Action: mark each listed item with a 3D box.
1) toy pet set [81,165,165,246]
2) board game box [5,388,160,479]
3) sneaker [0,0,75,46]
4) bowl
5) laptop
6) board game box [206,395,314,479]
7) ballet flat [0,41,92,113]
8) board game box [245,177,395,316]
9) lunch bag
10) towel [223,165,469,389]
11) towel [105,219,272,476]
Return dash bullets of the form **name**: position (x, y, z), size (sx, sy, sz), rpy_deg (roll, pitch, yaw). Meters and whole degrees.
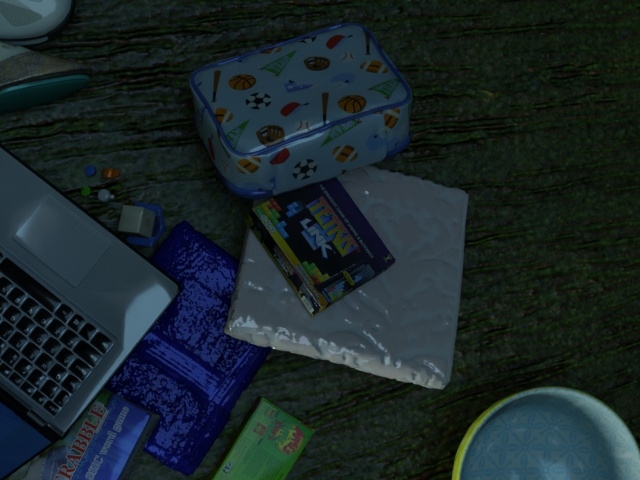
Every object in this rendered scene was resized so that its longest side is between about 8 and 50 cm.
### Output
- **toy pet set**: position (-0.285, -0.037, 1.848), size (0.114, 0.065, 0.122), rpy_deg (7, 81, 23)
- **board game box**: position (-0.431, 0.308, 1.736), size (0.318, 0.066, 0.318), rpy_deg (25, 81, 8)
- **sneaker**: position (-0.540, -0.402, 1.701), size (0.448, 0.257, 0.169), rpy_deg (23, 82, -10)
- **bowl**: position (0.314, 0.356, 1.891), size (0.290, 0.156, 0.289), rpy_deg (1, 86, -12)
- **laptop**: position (-0.462, 0.087, 1.630), size (0.382, 0.236, 0.408), rpy_deg (37, 82, 9)
- **board game box**: position (-0.097, 0.327, 1.862), size (0.092, 0.043, 0.181), rpy_deg (33, 81, -9)
- **ballet flat**: position (-0.480, -0.219, 1.785), size (0.316, 0.107, 0.106), rpy_deg (-21, 83, -14)
- **board game box**: position (0.000, 0.000, 1.803), size (0.141, 0.048, 0.170), rpy_deg (-32, 81, -26)
- **lunch bag**: position (-0.025, -0.194, 1.833), size (0.303, 0.115, 0.243), rpy_deg (-18, 47, -14)
- **towel**: position (0.046, 0.033, 1.861), size (0.332, 0.053, 0.317), rpy_deg (15, 64, -12)
- **towel**: position (-0.194, 0.154, 1.835), size (0.228, 0.076, 0.308), rpy_deg (35, 80, -9)
